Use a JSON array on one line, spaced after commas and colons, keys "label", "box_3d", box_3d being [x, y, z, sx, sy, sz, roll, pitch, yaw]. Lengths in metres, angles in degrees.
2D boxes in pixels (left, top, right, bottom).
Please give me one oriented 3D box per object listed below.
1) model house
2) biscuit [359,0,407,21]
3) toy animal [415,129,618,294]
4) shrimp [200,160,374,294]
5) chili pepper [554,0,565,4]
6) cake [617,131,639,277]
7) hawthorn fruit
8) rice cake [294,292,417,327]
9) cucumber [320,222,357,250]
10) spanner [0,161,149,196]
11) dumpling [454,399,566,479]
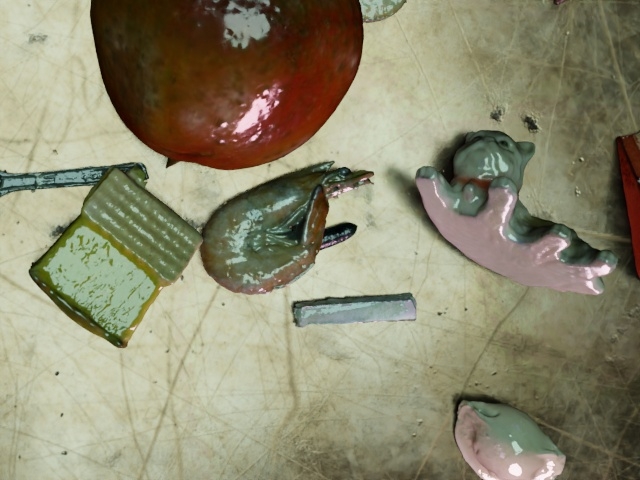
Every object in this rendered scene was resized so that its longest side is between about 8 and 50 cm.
[{"label": "model house", "box_3d": [-0.307, 0.017, 1.699, 0.193, 0.175, 0.234, 39, 91, -10]}, {"label": "biscuit", "box_3d": [0.082, -0.434, 1.807, 0.152, 0.020, 0.152, -1, 95, -9]}, {"label": "toy animal", "box_3d": [0.339, -0.051, 1.801, 0.307, 0.188, 0.266, 6, 132, 24]}, {"label": "shrimp", "box_3d": [-0.044, -0.023, 1.781, 0.317, 0.077, 0.168, -26, 83, -6]}, {"label": "chili pepper", "box_3d": [0.425, -0.472, 1.853, 0.050, 0.041, 0.153, 20, 92, 32]}, {"label": "cake", "box_3d": [0.609, -0.051, 1.913, 0.158, 0.160, 0.262, -11, 62, -8]}, {"label": "hawthorn fruit", "box_3d": [-0.154, -0.276, 1.618, 0.402, 0.403, 0.403, -1, 95, -9]}, {"label": "rice cake", "box_3d": [0.059, 0.116, 1.840, 0.210, 0.034, 0.043, -3, 104, -10]}, {"label": "cucumber", "box_3d": [0.000, 0.000, 1.823, 0.133, 0.032, 0.032, -20, 98, -8]}, {"label": "spanner", "box_3d": [-0.435, -0.092, 1.745, 0.325, 0.026, 0.093, -6, 96, -10]}, {"label": "dumpling", "box_3d": [0.309, 0.354, 1.874, 0.111, 0.181, 0.155, -12, 132, -42]}]
